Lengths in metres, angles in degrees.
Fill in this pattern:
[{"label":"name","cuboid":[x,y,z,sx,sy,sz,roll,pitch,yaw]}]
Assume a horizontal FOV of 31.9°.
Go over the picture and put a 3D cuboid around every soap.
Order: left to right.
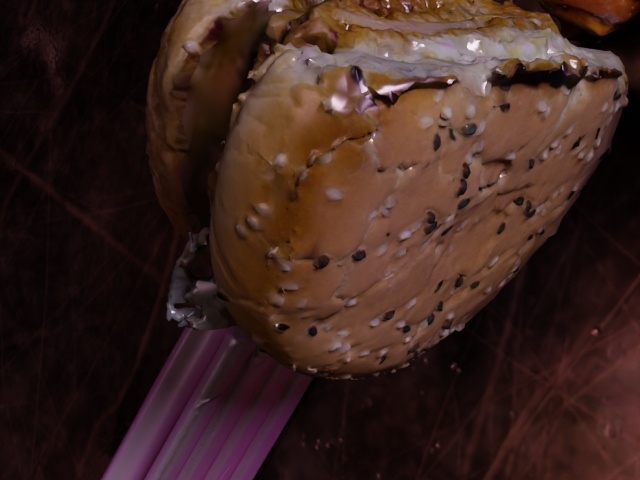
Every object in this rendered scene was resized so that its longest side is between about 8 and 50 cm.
[{"label":"soap","cuboid":[-0.090,0.149,0.934,0.065,0.122,0.203,39,105,37]}]

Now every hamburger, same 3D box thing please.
[{"label":"hamburger","cuboid":[0.035,-0.048,0.761,0.195,0.318,0.277,45,131,33]}]

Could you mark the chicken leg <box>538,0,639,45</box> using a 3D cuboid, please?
[{"label":"chicken leg","cuboid":[0.171,-0.284,0.834,0.113,0.093,0.304,-37,56,42]}]
